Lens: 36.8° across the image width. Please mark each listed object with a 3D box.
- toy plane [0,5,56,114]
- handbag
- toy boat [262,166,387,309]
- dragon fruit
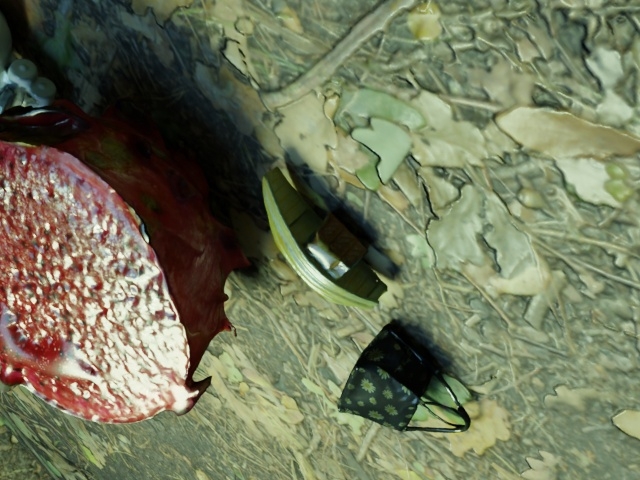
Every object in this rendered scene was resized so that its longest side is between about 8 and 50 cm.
[{"bbox_3d":[-0.440,-0.212,1.196,0.267,0.123,0.267,17,147,12],"label":"toy plane"},{"bbox_3d":[0.099,0.166,1.041,0.139,0.072,0.115,27,142,7],"label":"handbag"},{"bbox_3d":[0.000,0.000,0.974,0.172,0.065,0.066,47,125,0],"label":"toy boat"},{"bbox_3d":[-0.244,0.013,1.107,0.386,0.249,0.371,42,131,2],"label":"dragon fruit"}]
